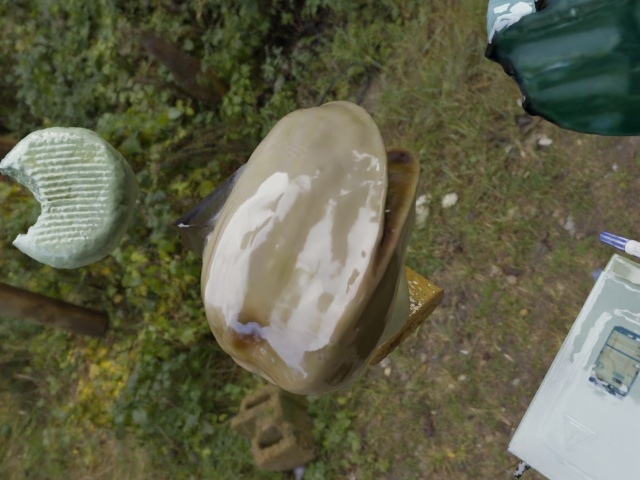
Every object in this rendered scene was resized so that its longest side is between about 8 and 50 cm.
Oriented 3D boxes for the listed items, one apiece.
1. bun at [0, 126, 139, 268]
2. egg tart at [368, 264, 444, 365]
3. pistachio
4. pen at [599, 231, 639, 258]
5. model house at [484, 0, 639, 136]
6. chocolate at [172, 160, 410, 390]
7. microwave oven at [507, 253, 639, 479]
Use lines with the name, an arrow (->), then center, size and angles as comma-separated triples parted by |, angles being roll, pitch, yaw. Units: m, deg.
bun -> -0.381, -0.064, 1.057 | 0.126, 0.203, 0.213 | 122, 164, -82
egg tart -> 0.115, 0.115, 1.287 | 0.147, 0.202, 0.202 | 47, 113, 16
pistachio -> 0.000, 0.000, 0.457 | 0.131, 0.129, 0.206 | -7, 53, 43
pen -> 0.491, 0.022, 1.035 | 0.025, 0.025, 0.204 | -62, 24, 5
model house -> 0.288, -0.286, 0.542 | 0.295, 0.251, 0.329 | -14, 65, 35
chocolate -> -0.021, 0.066, 1.061 | 0.314, 0.326, 0.297 | -34, 50, 31
microwave oven -> 0.435, 0.214, 0.732 | 0.355, 0.218, 0.286 | 30, 97, 37
